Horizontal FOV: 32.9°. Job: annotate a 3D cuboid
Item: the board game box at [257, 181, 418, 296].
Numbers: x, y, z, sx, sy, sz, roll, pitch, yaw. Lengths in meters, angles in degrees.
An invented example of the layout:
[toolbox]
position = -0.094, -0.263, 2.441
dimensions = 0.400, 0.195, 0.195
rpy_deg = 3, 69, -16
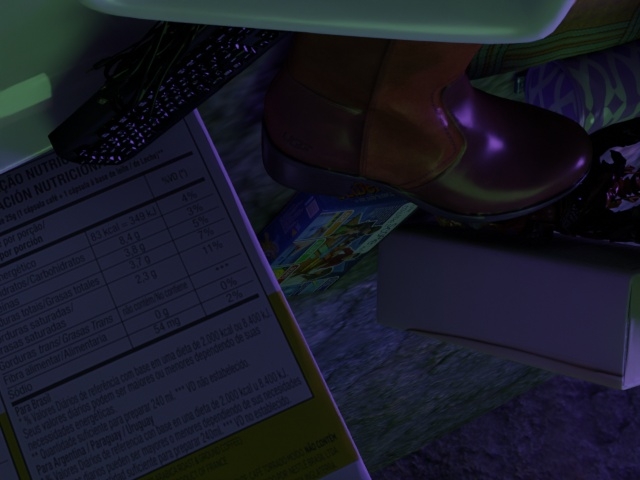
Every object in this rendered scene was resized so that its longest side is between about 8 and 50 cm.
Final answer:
[board game box]
position = 0.000, 0.000, 1.083
dimensions = 0.136, 0.035, 0.201
rpy_deg = -8, 156, -38

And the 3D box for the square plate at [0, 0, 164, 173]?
[square plate]
position = -0.260, -0.093, 0.506
dimensions = 0.344, 0.049, 0.347
rpy_deg = -25, 161, 2

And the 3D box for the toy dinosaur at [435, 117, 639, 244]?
[toy dinosaur]
position = 0.267, -0.067, 1.112
dimensions = 0.322, 0.164, 0.218
rpy_deg = -29, -171, -32

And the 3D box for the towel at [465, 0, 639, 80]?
[towel]
position = 0.252, -0.217, 0.792
dimensions = 0.370, 0.040, 0.271
rpy_deg = -17, 159, -18

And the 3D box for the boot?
[boot]
position = 0.097, -0.124, 0.726
dimensions = 0.264, 0.096, 0.280
rpy_deg = 10, 152, -5

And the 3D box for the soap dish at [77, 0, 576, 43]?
[soap dish]
position = 0.014, -0.192, 0.350
dimensions = 0.228, 0.118, 0.291
rpy_deg = 3, 153, -6

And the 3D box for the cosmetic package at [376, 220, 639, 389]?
[cosmetic package]
position = 0.222, 0.054, 1.120
dimensions = 0.160, 0.113, 0.309
rpy_deg = -6, -168, -42

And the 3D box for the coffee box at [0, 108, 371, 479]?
[coffee box]
position = -0.170, 0.146, 0.802
dimensions = 0.338, 0.334, 0.338
rpy_deg = -24, 161, -7

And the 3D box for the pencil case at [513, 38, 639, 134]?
[pencil case]
position = 0.279, -0.139, 0.955
dimensions = 0.206, 0.086, 0.088
rpy_deg = -16, 126, -18

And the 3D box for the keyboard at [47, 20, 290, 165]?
[keyboard]
position = -0.077, -0.088, 0.609
dimensions = 0.192, 0.038, 0.100
rpy_deg = -35, 159, 28
